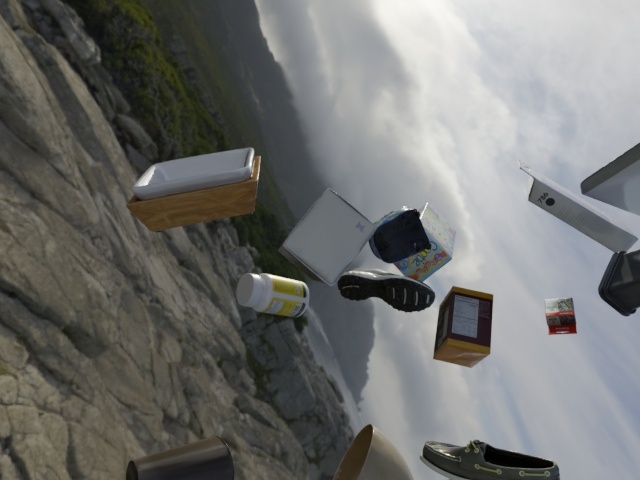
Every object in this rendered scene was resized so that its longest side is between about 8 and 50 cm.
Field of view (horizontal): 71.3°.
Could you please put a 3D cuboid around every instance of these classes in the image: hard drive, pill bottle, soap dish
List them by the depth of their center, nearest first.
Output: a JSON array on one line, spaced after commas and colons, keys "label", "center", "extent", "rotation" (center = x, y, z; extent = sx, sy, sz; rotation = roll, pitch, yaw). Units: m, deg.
[{"label": "hard drive", "center": [0.858, -0.130, 1.068], "extent": [0.233, 0.352, 0.047], "rotation": [127, -24, -57]}, {"label": "soap dish", "center": [-0.283, -0.126, 1.072], "extent": [0.229, 0.290, 0.118], "rotation": [-103, -178, -65]}, {"label": "pill bottle", "center": [-0.148, 0.169, 1.395], "extent": [0.208, 0.119, 0.119], "rotation": [18, 37, -38]}]

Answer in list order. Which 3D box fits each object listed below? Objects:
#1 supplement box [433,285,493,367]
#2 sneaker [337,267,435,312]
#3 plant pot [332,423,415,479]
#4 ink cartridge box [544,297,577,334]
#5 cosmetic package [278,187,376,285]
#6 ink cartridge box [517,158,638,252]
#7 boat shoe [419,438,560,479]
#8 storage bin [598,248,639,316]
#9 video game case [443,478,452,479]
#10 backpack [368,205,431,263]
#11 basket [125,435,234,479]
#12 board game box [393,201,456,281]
[{"label": "supplement box", "center": [0.454, 0.279, 1.430], "extent": [0.191, 0.128, 0.194], "rotation": [90, 13, -62]}, {"label": "sneaker", "center": [0.188, 0.123, 1.249], "extent": [0.108, 0.271, 0.101], "rotation": [-36, 131, -56]}, {"label": "plant pot", "center": [0.157, 0.697, 1.251], "extent": [0.190, 0.284, 0.284], "rotation": [31, -5, 5]}, {"label": "ink cartridge box", "center": [0.567, 0.178, 1.055], "extent": [0.115, 0.062, 0.029], "rotation": [-46, 120, -55]}, {"label": "cosmetic package", "center": [0.000, 0.000, 0.986], "extent": [0.129, 0.153, 0.296], "rotation": [39, -8, -4]}, {"label": "ink cartridge box", "center": [0.655, -0.095, 1.190], "extent": [0.332, 0.065, 0.165], "rotation": [36, 28, 9]}, {"label": "boat shoe", "center": [0.382, 0.512, 1.029], "extent": [0.109, 0.304, 0.091], "rotation": [2, 93, -60]}, {"label": "storage bin", "center": [0.642, 0.077, 0.889], "extent": [0.098, 0.135, 0.091], "rotation": [40, -25, 4]}, {"label": "video game case", "center": [0.408, 0.706, 1.286], "extent": [0.226, 0.206, 0.026], "rotation": [17, 46, -33]}, {"label": "backpack", "center": [0.160, -0.008, 0.957], "extent": [0.105, 0.114, 0.084], "rotation": [66, -8, -14]}, {"label": "basket", "center": [-0.371, 0.611, 1.158], "extent": [0.204, 0.226, 0.155], "rotation": [-24, -112, 50]}, {"label": "board game box", "center": [0.315, 0.004, 1.387], "extent": [0.142, 0.144, 0.275], "rotation": [47, 25, 0]}]
